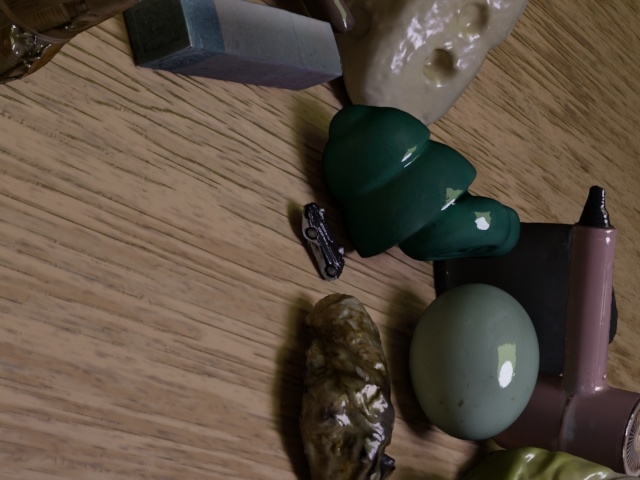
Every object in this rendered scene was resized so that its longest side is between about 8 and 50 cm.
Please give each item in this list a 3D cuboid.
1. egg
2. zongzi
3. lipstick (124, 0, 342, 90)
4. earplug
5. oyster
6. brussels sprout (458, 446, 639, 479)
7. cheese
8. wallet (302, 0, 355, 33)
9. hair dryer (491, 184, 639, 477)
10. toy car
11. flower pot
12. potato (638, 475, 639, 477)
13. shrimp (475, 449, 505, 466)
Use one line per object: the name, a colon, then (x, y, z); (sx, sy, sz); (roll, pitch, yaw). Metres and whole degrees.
egg: (0.176, 0.139, 1.842); (0.149, 0.149, 0.192); (46, 43, -42)
zongzi: (-0.221, -0.238, 1.265); (0.099, 0.197, 0.194); (-12, 82, -53)
lipstick: (-0.081, -0.203, 1.650); (0.317, 0.066, 0.068); (0, 74, -62)
earplug: (0.114, -0.056, 1.835); (0.280, 0.164, 0.257); (51, 26, -18)
oyster: (0.045, 0.207, 1.632); (0.166, 0.094, 0.294); (-42, 118, -70)
brussels sprout: (0.248, 0.348, 1.717); (0.317, 0.274, 0.242); (-40, 123, -14)
cheese: (0.120, -0.254, 1.909); (0.174, 0.251, 0.247); (28, 66, -53)
wallet: (-0.015, -0.304, 1.808); (0.152, 0.039, 0.118); (57, -7, -18)
hair dryer: (0.303, 0.100, 1.896); (0.107, 0.189, 0.344); (-16, 113, -53)
toy car: (0.000, 0.000, 1.728); (0.093, 0.025, 0.041); (63, 27, -26)
flower pot: (0.277, 0.074, 2.059); (0.269, 0.166, 0.269); (37, 43, -46)
potato: (0.358, 0.351, 2.026); (0.218, 0.202, 0.351); (44, 24, -25)
shrimp: (0.221, 0.317, 1.930); (0.187, 0.052, 0.132); (11, 65, -63)
